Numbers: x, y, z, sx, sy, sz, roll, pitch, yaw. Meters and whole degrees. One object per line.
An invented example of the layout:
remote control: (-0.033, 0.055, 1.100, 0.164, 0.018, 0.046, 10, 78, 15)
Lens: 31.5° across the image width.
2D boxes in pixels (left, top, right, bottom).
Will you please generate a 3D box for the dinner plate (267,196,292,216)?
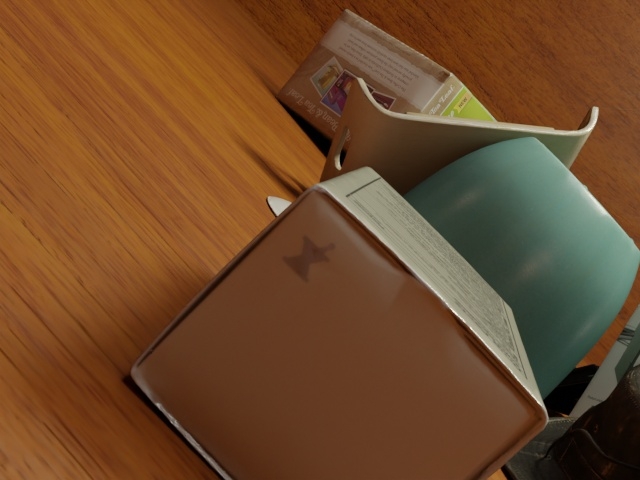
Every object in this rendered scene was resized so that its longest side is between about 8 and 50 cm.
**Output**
dinner plate: (0.000, 0.000, 1.182, 0.141, 0.017, 0.141, 43, 10, -9)

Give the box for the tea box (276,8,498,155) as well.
tea box: (0.154, -0.208, 2.101, 0.323, 0.220, 0.329, 35, 5, -46)

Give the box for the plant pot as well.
plant pot: (0.216, 0.025, 1.295, 0.293, 0.235, 0.293, 46, 9, -10)

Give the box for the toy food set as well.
toy food set: (0.168, -0.107, 1.422, 0.306, 0.219, 0.092, 4, 55, -11)

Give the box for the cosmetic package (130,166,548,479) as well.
cosmetic package: (0.022, 0.054, 0.641, 0.153, 0.129, 0.296, 46, 8, 2)

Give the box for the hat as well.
hat: (0.317, 0.192, 1.069, 0.331, 0.133, 0.331, 17, 12, -4)

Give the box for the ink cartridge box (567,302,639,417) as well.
ink cartridge box: (0.443, 0.194, 1.352, 0.211, 0.289, 0.121, 41, -13, -26)

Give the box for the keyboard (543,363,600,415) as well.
keyboard: (0.391, 0.198, 1.538, 0.317, 0.202, 0.033, 28, 53, -63)
